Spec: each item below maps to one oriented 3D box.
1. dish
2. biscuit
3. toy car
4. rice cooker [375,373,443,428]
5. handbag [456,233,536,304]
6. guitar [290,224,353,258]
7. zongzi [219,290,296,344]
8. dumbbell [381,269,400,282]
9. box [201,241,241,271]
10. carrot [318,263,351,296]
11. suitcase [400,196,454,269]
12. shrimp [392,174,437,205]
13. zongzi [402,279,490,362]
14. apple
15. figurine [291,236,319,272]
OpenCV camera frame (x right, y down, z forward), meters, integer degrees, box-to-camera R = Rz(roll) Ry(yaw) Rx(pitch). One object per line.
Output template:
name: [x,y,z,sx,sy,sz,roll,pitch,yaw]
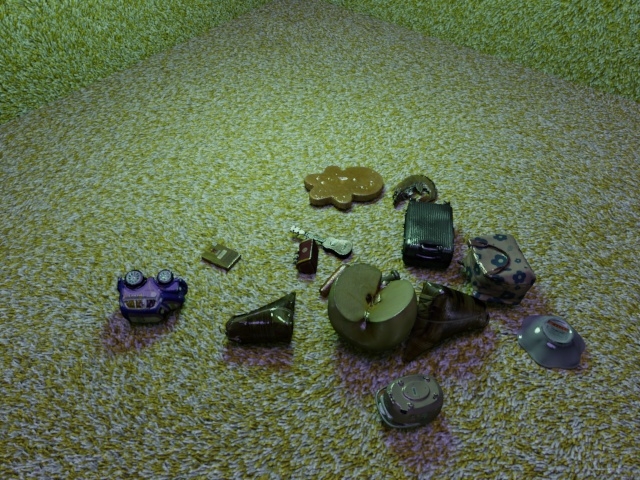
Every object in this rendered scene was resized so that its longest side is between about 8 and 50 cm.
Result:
dish: [0.797,0.324,1.717,0.229,0.081,0.229,0,46,0]
biscuit: [0.108,-0.246,2.269,0.355,0.052,0.275,-11,48,-12]
toy car: [-0.587,0.203,1.765,0.235,0.172,0.158,-3,63,-7]
rice cooker: [0.274,0.484,1.525,0.206,0.127,0.145,-6,45,-18]
handbag: [0.630,0.103,1.842,0.193,0.190,0.251,3,43,-14]
guitar: [-0.001,0.001,2.038,0.271,0.038,0.084,20,49,14]
zongzi: [-0.210,0.262,1.761,0.247,0.111,0.241,-4,28,4]
dumbbell: [0.243,0.150,1.898,0.118,0.046,0.052,-19,55,-19]
box: [-0.391,0.063,1.986,0.133,0.023,0.090,22,48,19]
carrot: [0.056,0.149,1.895,0.055,0.055,0.161,35,62,28]
suitcase: [0.432,-0.031,2.016,0.202,0.128,0.312,7,47,5]
shrimp: [0.424,-0.213,2.247,0.173,0.058,0.253,33,52,16]
zongzi: [0.425,0.307,1.725,0.286,0.288,0.134,19,3,-28]
apple: [0.173,0.235,1.689,0.295,0.233,0.258,14,32,14]
figurine: [-0.062,0.055,1.974,0.098,0.082,0.154,-11,44,15]
